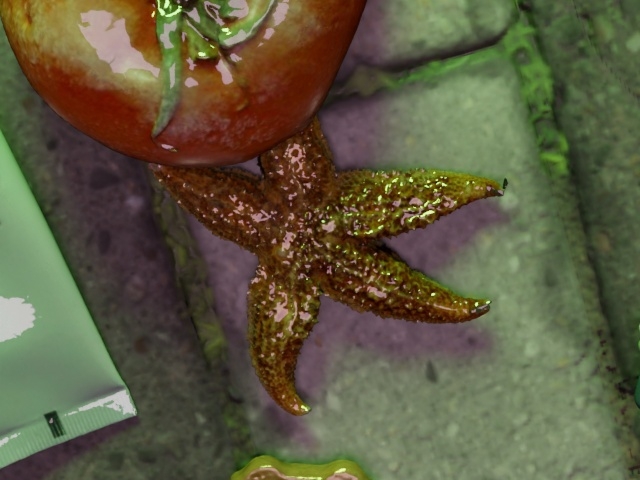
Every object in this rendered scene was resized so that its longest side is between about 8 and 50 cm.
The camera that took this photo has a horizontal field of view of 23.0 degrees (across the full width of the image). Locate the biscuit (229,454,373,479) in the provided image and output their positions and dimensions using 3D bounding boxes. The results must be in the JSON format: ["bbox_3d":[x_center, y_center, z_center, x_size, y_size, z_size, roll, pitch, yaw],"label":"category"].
[{"bbox_3d":[-0.012,0.230,1.059,0.133,0.027,0.184,-8,104,5],"label":"biscuit"}]

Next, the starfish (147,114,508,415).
[{"bbox_3d":[0.000,0.000,0.999,0.227,0.043,0.241,8,106,3],"label":"starfish"}]

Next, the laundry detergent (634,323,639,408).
[{"bbox_3d":[0.268,0.131,1.002,0.096,0.061,0.206,-32,98,17],"label":"laundry detergent"}]

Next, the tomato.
[{"bbox_3d":[-0.077,-0.160,0.921,0.236,0.095,0.237,0,93,2],"label":"tomato"}]

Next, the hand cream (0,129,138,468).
[{"bbox_3d":[-0.227,-0.007,1.004,0.109,0.067,0.321,-21,104,-2],"label":"hand cream"}]
